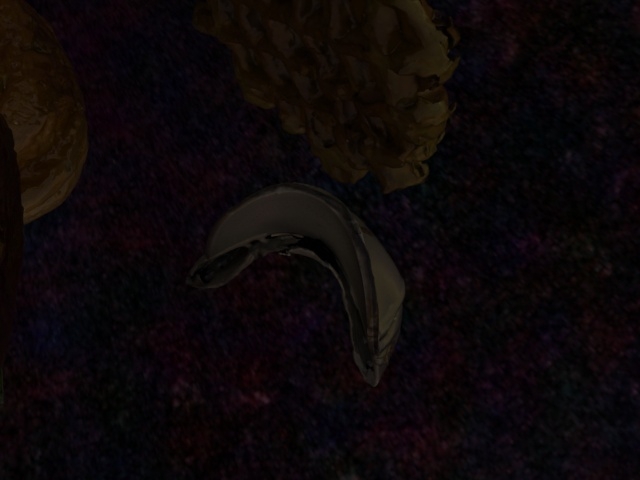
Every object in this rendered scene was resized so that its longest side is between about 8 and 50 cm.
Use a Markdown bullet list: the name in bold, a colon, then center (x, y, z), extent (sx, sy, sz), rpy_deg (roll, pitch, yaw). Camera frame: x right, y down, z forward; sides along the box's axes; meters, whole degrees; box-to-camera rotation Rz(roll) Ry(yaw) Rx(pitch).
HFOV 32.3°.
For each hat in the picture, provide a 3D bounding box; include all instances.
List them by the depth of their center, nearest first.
- **hat**: center (-0.003, 0.007, 1.234), extent (0.257, 0.301, 0.168), rpy_deg (27, 65, 8)

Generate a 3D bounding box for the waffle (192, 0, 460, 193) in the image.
- **waffle**: center (-0.015, -0.165, 0.815), extent (0.068, 0.325, 0.302), rpy_deg (-40, 85, -15)

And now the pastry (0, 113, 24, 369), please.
- **pastry**: center (-0.207, 0.004, 0.561), extent (0.093, 0.182, 0.193), rpy_deg (4, 73, -2)

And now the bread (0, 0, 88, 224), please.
- **bread**: center (-0.299, -0.112, 0.910), extent (0.198, 0.236, 0.120), rpy_deg (-21, 158, -14)

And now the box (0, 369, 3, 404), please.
- **box**: center (-0.332, 0.108, 0.685), extent (0.235, 0.034, 0.132), rpy_deg (7, 148, -35)
